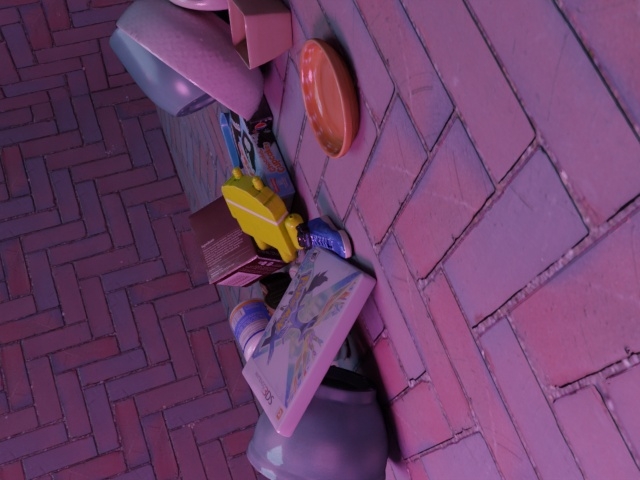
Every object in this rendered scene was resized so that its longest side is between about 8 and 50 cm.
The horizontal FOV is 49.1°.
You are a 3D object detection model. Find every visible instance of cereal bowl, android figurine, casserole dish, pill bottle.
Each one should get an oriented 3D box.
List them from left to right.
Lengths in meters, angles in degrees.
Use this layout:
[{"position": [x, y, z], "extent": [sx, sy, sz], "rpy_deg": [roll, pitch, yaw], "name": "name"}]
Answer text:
[{"position": [-0.253, -0.410, 1.490], "extent": [0.338, 0.141, 0.339], "rpy_deg": [35, -174, -4], "name": "cereal bowl"}, {"position": [-0.251, -0.290, 2.050], "extent": [0.114, 0.036, 0.189], "rpy_deg": [143, 110, -74], "name": "casserole dish"}, {"position": [-0.135, -0.061, 1.630], "extent": [0.248, 0.056, 0.273], "rpy_deg": [25, 152, 34], "name": "android figurine"}, {"position": [-0.181, 0.316, 2.218], "extent": [0.272, 0.152, 0.152], "rpy_deg": [-127, 25, -50], "name": "pill bottle"}]

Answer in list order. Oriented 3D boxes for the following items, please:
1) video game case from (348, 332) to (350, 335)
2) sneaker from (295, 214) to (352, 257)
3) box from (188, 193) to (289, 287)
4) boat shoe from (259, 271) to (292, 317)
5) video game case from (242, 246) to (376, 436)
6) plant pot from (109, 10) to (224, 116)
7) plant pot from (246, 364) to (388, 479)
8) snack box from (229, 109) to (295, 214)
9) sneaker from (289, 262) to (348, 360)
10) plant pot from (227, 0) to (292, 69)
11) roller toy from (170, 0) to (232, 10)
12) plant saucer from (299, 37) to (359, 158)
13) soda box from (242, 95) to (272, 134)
[{"position": [0.004, 0.168, 1.543], "extent": [0.011, 0.087, 0.122], "rpy_deg": [41, -154, -71], "name": "video game case"}, {"position": [0.000, 0.001, 1.381], "extent": [0.152, 0.084, 0.058], "rpy_deg": [-130, 28, -55], "name": "sneaker"}, {"position": [-0.215, -0.002, 1.861], "extent": [0.168, 0.167, 0.203], "rpy_deg": [12, -127, -60], "name": "box"}, {"position": [-0.089, 0.168, 1.854], "extent": [0.307, 0.110, 0.105], "rpy_deg": [-127, 20, -75], "name": "boat shoe"}, {"position": [-0.036, 0.179, 1.392], "extent": [0.329, 0.036, 0.300], "rpy_deg": [-61, 22, 1], "name": "video game case"}, {"position": [-0.346, -0.457, 1.775], "extent": [0.235, 0.292, 0.293], "rpy_deg": [61, 165, -4], "name": "plant pot"}, {"position": [0.013, 0.370, 1.437], "extent": [0.293, 0.292, 0.197], "rpy_deg": [-153, 75, -69], "name": "plant pot"}, {"position": [-0.151, -0.205, 1.741], "extent": [0.187, 0.060, 0.322], "rpy_deg": [108, 142, -64], "name": "snack box"}, {"position": [-0.029, 0.169, 1.607], "extent": [0.103, 0.111, 0.252], "rpy_deg": [105, 145, -62], "name": "sneaker"}, {"position": [-0.110, -0.405, 1.325], "extent": [0.109, 0.096, 0.109], "rpy_deg": [-123, 21, -45], "name": "plant pot"}, {"position": [-0.222, -0.540, 1.374], "extent": [0.209, 0.191, 0.146], "rpy_deg": [-125, 30, -43], "name": "roller toy"}, {"position": [0.016, -0.238, 1.169], "extent": [0.200, 0.037, 0.200], "rpy_deg": [164, 90, -74], "name": "plant saucer"}, {"position": [-0.169, -0.339, 1.665], "extent": [0.053, 0.060, 0.169], "rpy_deg": [109, 142, -64], "name": "soda box"}]
